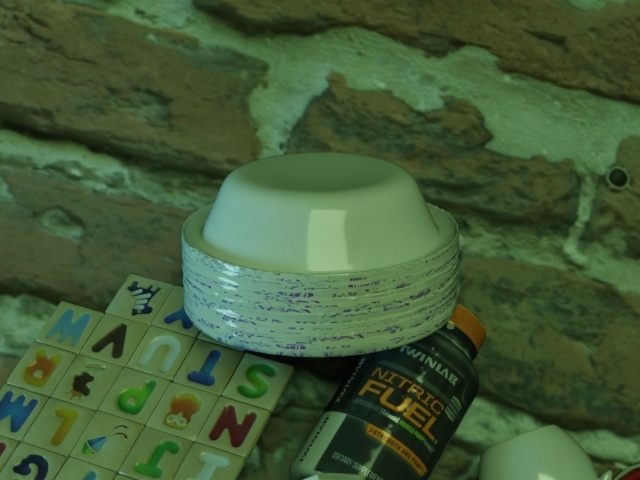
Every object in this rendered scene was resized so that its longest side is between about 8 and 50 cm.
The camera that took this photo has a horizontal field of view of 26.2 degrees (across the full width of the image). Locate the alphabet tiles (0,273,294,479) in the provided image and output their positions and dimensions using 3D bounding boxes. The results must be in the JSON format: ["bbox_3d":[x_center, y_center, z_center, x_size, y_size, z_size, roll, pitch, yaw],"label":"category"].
[{"bbox_3d":[-0.200,0.181,1.378,0.285,0.011,0.342,14,54,22],"label":"alphabet tiles"}]

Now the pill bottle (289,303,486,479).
[{"bbox_3d":[0.081,0.175,1.434,0.130,0.130,0.246,31,66,5],"label":"pill bottle"}]

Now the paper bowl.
[{"bbox_3d":[0.000,0.000,1.402,0.284,0.284,0.148,-4,108,-10],"label":"paper bowl"}]

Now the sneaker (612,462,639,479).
[{"bbox_3d":[0.379,0.250,1.446,0.221,0.128,0.087,-40,78,-21],"label":"sneaker"}]

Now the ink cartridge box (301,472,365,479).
[{"bbox_3d":[-0.048,0.331,1.305,0.219,0.092,0.160,-26,66,26],"label":"ink cartridge box"}]

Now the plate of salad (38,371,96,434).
[{"bbox_3d":[-0.195,0.206,1.427,0.199,0.048,0.200,6,57,-9],"label":"plate of salad"}]

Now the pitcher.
[{"bbox_3d":[0.264,0.289,1.401,0.177,0.125,0.207,-26,74,17],"label":"pitcher"}]
